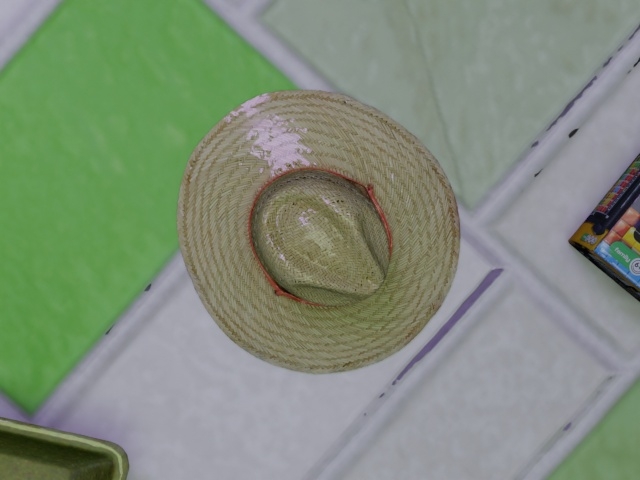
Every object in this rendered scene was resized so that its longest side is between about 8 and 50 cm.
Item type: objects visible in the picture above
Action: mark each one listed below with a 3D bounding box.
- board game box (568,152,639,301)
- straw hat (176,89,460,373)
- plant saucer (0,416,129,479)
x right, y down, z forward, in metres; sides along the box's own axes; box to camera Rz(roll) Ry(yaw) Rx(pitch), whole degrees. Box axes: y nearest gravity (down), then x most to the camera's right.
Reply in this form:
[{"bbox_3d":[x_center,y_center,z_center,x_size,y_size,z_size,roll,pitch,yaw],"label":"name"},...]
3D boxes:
[{"bbox_3d":[0.231,0.000,0.651,0.170,0.048,0.141,39,91,-7],"label":"board game box"},{"bbox_3d":[0.000,0.000,0.627,0.144,0.061,0.144,-1,97,-4],"label":"straw hat"},{"bbox_3d":[-0.201,0.161,0.640,0.188,0.045,0.188,14,97,-6],"label":"plant saucer"}]
